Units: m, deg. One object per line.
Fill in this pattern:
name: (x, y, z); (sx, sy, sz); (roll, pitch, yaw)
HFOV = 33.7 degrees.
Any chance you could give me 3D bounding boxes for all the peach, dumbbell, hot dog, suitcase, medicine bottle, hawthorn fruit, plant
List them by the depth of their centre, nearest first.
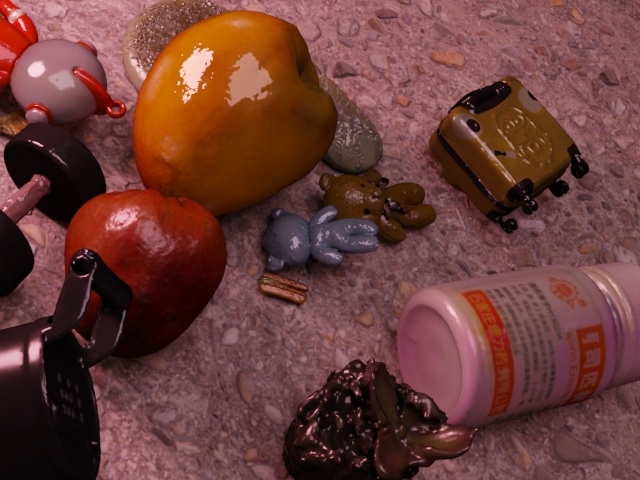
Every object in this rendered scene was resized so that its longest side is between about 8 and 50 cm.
plant: (0.057, 0.268, 1.432); (0.204, 0.234, 0.178); (37, 60, -6)
hawthorn fruit: (-0.252, 0.057, 1.446); (0.224, 0.224, 0.261); (21, 79, -10)
dumbbell: (-0.418, -0.045, 1.458); (0.152, 0.152, 0.218); (37, 54, 1)
peach: (-0.142, -0.185, 1.571); (0.308, 0.289, 0.289); (-26, 69, 10)
medicine bottle: (0.329, 0.151, 1.614); (0.388, 0.219, 0.219); (-7, 65, -27)
hot dog: (-0.059, 0.074, 1.617); (0.083, 0.021, 0.037); (21, 66, -11)
suitcase: (0.314, -0.148, 1.823); (0.194, 0.143, 0.235); (-33, 79, -33)

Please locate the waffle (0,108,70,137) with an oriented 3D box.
waffle: (-0.414, -0.140, 1.591); (0.097, 0.023, 0.152); (-34, 78, -33)

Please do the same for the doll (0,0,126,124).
doll: (-0.444, -0.261, 1.579); (0.336, 0.105, 0.200); (23, 55, 0)

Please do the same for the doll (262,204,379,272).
doll: (-0.001, 0.003, 1.639); (0.180, 0.075, 0.120); (3, 50, -1)

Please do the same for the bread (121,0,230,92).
bread: (-0.198, -0.302, 1.763); (0.267, 0.040, 0.267); (10, 58, -17)

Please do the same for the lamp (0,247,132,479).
lamp: (-0.393, 0.200, 1.229); (0.272, 0.205, 0.374); (4, 73, 5)

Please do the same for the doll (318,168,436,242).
doll: (0.100, -0.063, 1.718); (0.209, 0.097, 0.137); (-9, 72, -32)

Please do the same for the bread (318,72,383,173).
bread: (0.003, -0.202, 1.775); (0.232, 0.064, 0.172); (13, 60, -17)

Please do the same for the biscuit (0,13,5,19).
biscuit: (-0.591, -0.371, 1.649); (0.231, 0.025, 0.131); (34, 56, -2)
